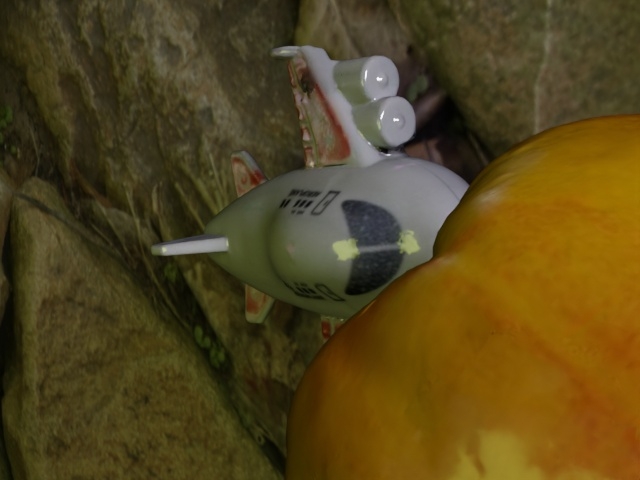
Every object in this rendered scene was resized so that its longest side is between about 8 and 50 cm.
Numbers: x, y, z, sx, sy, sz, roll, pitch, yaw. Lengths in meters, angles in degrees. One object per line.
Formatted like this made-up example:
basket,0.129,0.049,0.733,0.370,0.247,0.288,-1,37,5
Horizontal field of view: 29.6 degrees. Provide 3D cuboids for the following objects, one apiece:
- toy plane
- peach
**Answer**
toy plane,0.003,-0.001,0.783,0.252,0.118,0.252,13,107,47
peach,0.148,0.114,0.504,0.308,0.289,0.289,39,128,13
